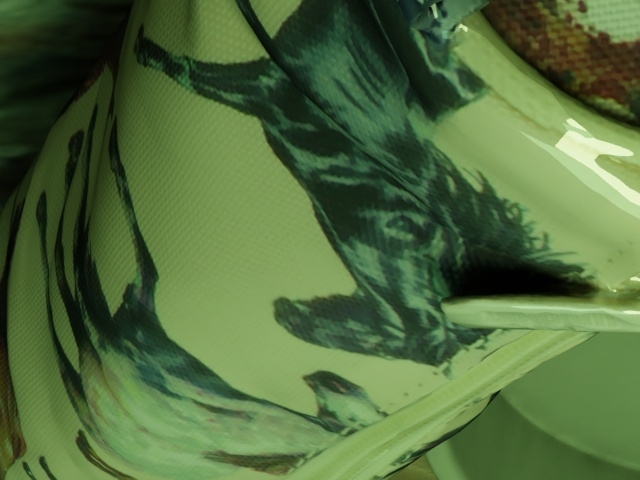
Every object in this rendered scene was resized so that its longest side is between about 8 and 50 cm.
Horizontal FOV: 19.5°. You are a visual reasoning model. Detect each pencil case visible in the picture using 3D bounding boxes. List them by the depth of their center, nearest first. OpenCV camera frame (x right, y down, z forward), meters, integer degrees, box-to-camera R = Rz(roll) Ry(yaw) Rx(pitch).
[{"bbox_3d":[0.000,0.000,0.525,0.160,0.183,0.410,11,151,-20],"label":"pencil case"}]

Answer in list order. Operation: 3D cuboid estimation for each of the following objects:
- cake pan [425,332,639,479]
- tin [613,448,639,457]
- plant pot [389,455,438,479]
[{"bbox_3d":[0.184,0.052,0.720,0.293,0.054,0.293,3,144,2],"label":"cake pan"},{"bbox_3d":[0.191,0.092,0.864,0.190,0.040,0.106,-16,153,28],"label":"tin"},{"bbox_3d":[-0.034,0.185,0.834,0.263,0.229,0.263,1,153,0],"label":"plant pot"}]
